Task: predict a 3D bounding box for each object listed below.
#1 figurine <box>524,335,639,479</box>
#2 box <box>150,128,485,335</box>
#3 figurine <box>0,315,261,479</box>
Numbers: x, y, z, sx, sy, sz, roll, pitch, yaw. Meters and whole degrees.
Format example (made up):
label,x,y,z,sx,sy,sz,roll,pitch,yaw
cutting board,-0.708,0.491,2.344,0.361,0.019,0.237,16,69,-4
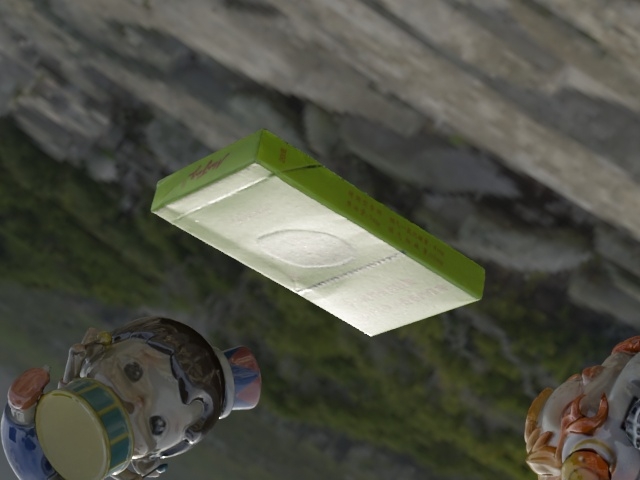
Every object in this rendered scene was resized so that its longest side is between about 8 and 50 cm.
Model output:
label,x,y,z,sx,sy,sz,roll,pitch,yaw
figurine,0.373,0.229,1.961,0.196,0.320,0.323,49,136,-2
box,0.000,0.000,1.805,0.335,0.047,0.187,30,146,-31
figurine,-0.177,0.155,1.591,0.158,0.275,0.161,-17,99,41
